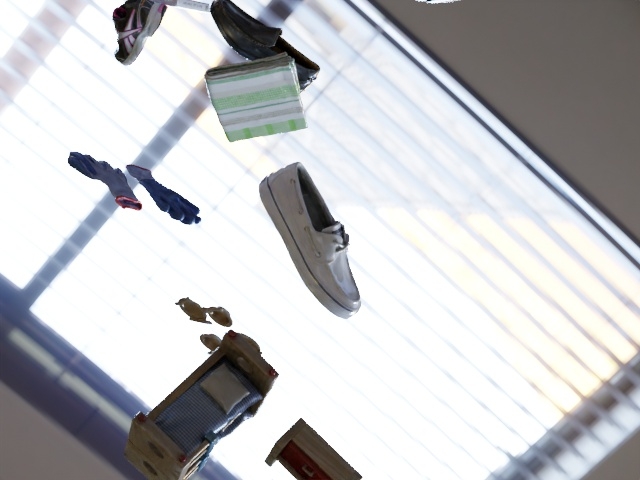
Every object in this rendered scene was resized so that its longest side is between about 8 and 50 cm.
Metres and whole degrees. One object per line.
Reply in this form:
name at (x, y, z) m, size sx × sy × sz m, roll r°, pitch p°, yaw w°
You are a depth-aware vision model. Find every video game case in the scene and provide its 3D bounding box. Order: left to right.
video game case at (-0.280, -0.422, 2.142) m, size 0.157 × 0.019 × 0.143 m, roll 14°, pitch -170°, yaw 23°

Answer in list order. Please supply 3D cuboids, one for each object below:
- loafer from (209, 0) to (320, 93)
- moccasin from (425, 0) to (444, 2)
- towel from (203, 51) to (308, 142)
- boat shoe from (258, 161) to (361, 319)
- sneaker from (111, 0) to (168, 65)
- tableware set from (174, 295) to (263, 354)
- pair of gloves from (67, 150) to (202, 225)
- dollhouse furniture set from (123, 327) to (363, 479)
loafer at (-0.071, -0.263, 1.609) m, size 0.170 × 0.061 × 0.062 m, roll 41°, pitch -142°, yaw -19°
moccasin at (0.140, -0.520, 2.091) m, size 0.380 × 0.147 × 0.139 m, roll 22°, pitch 162°, yaw -40°
towel at (-0.079, -0.179, 1.545) m, size 0.152 × 0.113 × 0.023 m, roll 76°, pitch -174°, yaw -62°
boat shoe at (0.000, 0.000, 1.883) m, size 0.258 × 0.084 × 0.095 m, roll 57°, pitch -149°, yaw -6°
sneaker at (-0.326, -0.371, 2.104) m, size 0.077 × 0.178 × 0.072 m, roll 30°, pitch -125°, yaw -15°
tableware set at (-0.189, 0.163, 2.252) m, size 0.168 × 0.141 × 0.020 m, roll 56°, pitch -128°, yaw -30°
pair of gloves at (-0.258, -0.072, 1.715) m, size 0.198 × 0.023 × 0.159 m, roll 17°, pitch -161°, yaw -46°
dollhouse furniture set at (-0.069, 0.203, 1.141) m, size 0.184 × 0.129 × 0.129 m, roll 42°, pitch 154°, yaw 9°
